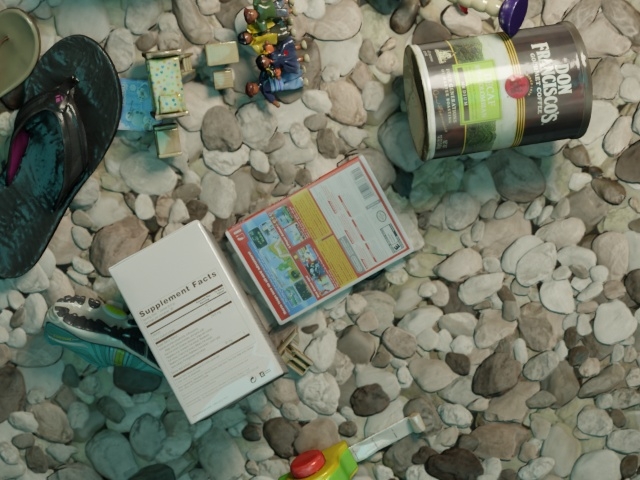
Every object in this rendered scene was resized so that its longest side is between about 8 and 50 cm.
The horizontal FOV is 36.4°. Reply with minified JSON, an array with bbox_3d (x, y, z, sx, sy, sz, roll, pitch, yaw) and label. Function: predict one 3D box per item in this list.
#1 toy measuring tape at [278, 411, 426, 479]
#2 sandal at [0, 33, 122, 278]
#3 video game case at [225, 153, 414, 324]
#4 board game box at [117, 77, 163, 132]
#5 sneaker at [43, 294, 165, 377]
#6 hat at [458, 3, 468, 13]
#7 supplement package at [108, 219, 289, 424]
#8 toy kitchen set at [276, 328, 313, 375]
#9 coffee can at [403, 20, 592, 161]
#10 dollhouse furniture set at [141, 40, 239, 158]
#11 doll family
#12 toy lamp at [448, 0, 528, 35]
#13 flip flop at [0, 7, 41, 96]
[{"bbox_3d":[0.051,0.424,1.815,0.330,0.121,0.121,-26,102,0],"label":"toy measuring tape"},{"bbox_3d":[-0.466,-0.132,1.655,0.168,0.107,0.445,24,99,-4],"label":"sandal"},{"bbox_3d":[0.000,0.000,1.770,0.285,0.025,0.204,-29,103,1],"label":"video game case"},{"bbox_3d":[-0.319,-0.236,1.696,0.090,0.020,0.090,4,101,-5],"label":"board game box"},{"bbox_3d":[-0.363,0.185,1.752,0.275,0.107,0.110,24,128,-14],"label":"sneaker"},{"bbox_3d":[0.167,-0.514,1.656,0.173,0.208,0.183,-17,147,-37],"label":"hat"},{"bbox_3d":[-0.202,0.140,1.658,0.175,0.177,0.293,-29,82,-2],"label":"supplement package"},{"bbox_3d":[-0.039,0.210,1.778,0.075,0.083,0.068,38,96,-11],"label":"toy kitchen set"},{"bbox_3d":[0.295,-0.252,1.655,0.275,0.201,0.201,-9,102,-3],"label":"coffee can"},{"bbox_3d":[-0.207,-0.237,1.654,0.161,0.101,0.182,-10,104,-13],"label":"dollhouse furniture set"},{"bbox_3d":[-0.087,-0.325,1.670,0.111,0.076,0.193,-19,98,-21],"label":"doll family"},{"bbox_3d":[0.205,-0.416,1.622,0.275,0.080,0.080,24,100,25],"label":"toy lamp"},{"bbox_3d":[-0.583,-0.277,1.633,0.277,0.080,0.112,-37,102,3],"label":"flip flop"}]
